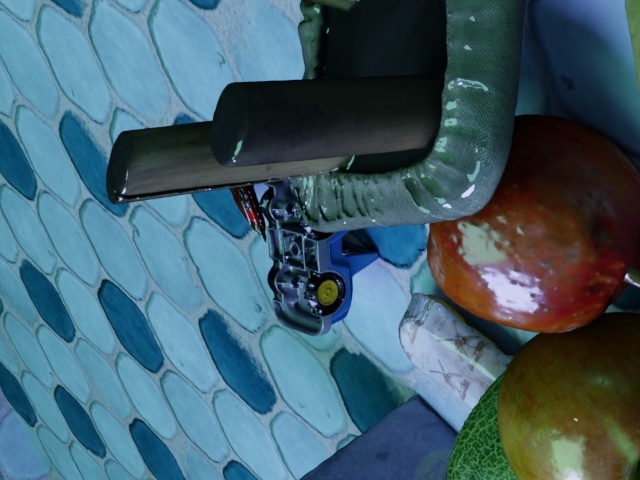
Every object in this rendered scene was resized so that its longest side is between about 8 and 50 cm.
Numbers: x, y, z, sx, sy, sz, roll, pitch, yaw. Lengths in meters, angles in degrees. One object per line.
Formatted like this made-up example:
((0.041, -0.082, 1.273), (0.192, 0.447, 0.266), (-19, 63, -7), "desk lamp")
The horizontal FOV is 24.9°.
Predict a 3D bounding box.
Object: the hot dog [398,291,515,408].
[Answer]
((0.158, 0.127, 1.473), (0.191, 0.059, 0.108), (39, 150, 26), "hot dog")

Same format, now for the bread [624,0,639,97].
((0.254, -0.119, 0.852), (0.362, 0.245, 0.233), (51, 154, 3), "bread")

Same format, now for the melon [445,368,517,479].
((0.222, 0.252, 1.357), (0.129, 0.169, 0.265), (34, 150, 63), "melon")

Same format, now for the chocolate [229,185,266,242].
((-0.089, -0.059, 1.655), (0.182, 0.028, 0.086), (-135, 23, -68), "chocolate")

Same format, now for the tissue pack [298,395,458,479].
((0.049, 0.386, 1.566), (0.288, 0.394, 0.124), (45, 151, 23), "tissue pack")

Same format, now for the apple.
((0.244, 0.151, 1.210), (0.196, 0.196, 0.196), (40, 149, 30), "apple")

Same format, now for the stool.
((-0.012, -0.171, 1.121), (0.310, 0.226, 0.310), (-10, 75, 60), "stool")

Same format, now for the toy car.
((0.000, 0.000, 1.564), (0.097, 0.100, 0.191), (16, 113, 53), "toy car")

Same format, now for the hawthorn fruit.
((0.189, -0.003, 1.163), (0.200, 0.179, 0.179), (30, 146, 14), "hawthorn fruit")
